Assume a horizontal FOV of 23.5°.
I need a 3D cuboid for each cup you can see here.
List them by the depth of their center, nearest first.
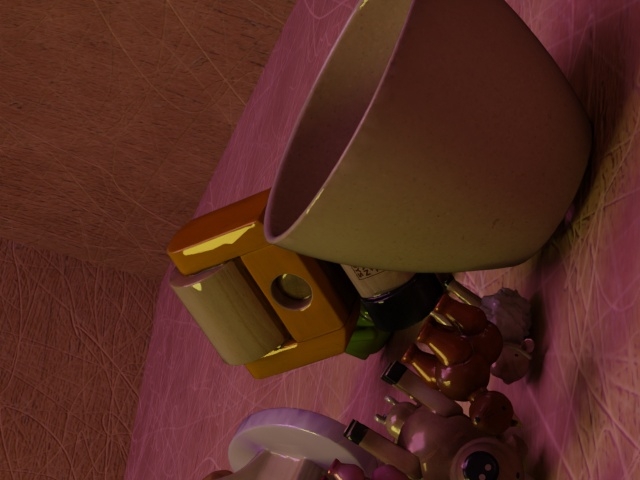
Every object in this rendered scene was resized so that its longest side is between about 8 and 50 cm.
[{"bbox_3d":[0.122,-0.099,1.506,0.331,0.237,0.331,-60,12,22],"label":"cup"}]

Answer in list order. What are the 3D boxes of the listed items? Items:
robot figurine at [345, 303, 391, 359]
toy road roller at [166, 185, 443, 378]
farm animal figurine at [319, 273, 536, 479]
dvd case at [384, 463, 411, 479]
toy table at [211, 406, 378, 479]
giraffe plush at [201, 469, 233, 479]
[{"bbox_3d":[0.063,0.098,1.960,0.101,0.067,0.115,-69,4,-52],"label":"robot figurine"},{"bbox_3d":[0.000,0.000,1.884,0.329,0.202,0.240,-22,24,26],"label":"toy road roller"},{"bbox_3d":[0.102,0.215,1.415,0.330,0.172,0.327,-57,-3,12],"label":"farm animal figurine"},{"bbox_3d":[0.054,0.341,1.648,0.239,0.029,0.179,-61,11,-3],"label":"dvd case"},{"bbox_3d":[-0.048,0.322,1.838,0.161,0.252,0.274,-61,-4,-30],"label":"toy table"},{"bbox_3d":[-0.092,0.429,2.091,0.210,0.181,0.170,48,141,35],"label":"giraffe plush"}]
